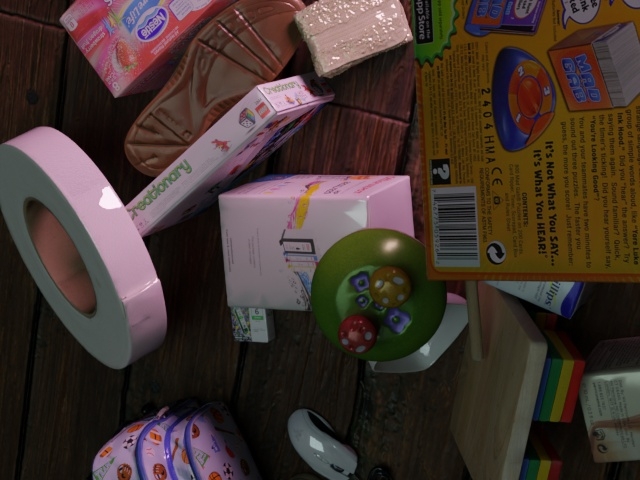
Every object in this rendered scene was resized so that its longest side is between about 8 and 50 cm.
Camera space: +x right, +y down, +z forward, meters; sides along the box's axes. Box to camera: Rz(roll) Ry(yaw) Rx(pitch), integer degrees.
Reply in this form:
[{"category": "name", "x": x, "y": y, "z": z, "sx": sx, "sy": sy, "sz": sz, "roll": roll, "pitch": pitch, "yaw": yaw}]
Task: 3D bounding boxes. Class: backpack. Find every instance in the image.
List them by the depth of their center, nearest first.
[{"category": "backpack", "x": -0.223, "y": 0.383, "z": 2.011, "sx": 0.213, "sy": 0.263, "sz": 0.276, "roll": -32, "pitch": 87, "yaw": 28}]

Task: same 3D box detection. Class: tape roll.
[{"category": "tape roll", "x": -0.369, "y": 0.013, "z": 1.984, "sx": 0.392, "sy": 0.072, "sz": 0.392, "roll": 40, "pitch": 148, "yaw": 33}]

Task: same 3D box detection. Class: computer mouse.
[{"category": "computer mouse", "x": 0.017, "y": 0.341, "z": 2.010, "sx": 0.193, "sy": 0.042, "sz": 0.106, "roll": 41, "pitch": 117, "yaw": 11}]

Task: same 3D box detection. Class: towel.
[{"category": "towel", "x": 0.045, "y": -0.300, "z": 1.815, "sx": 0.148, "sy": 0.027, "sz": 0.110, "roll": -24, "pitch": 91, "yaw": -2}]

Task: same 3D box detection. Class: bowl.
[{"category": "bowl", "x": 0.135, "y": 0.122, "z": 1.855, "sx": 0.142, "sy": 0.142, "sz": 0.053, "roll": -54, "pitch": 54, "yaw": 27}]

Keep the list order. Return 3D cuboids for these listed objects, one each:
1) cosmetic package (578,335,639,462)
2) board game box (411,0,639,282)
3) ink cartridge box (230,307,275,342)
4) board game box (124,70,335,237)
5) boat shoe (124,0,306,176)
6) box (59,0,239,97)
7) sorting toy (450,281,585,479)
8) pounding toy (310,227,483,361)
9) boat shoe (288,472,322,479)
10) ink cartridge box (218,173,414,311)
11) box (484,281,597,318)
[{"category": "cosmetic package", "x": 0.499, "y": 0.194, "z": 1.682, "sx": 0.296, "sy": 0.153, "sz": 0.129, "roll": -10, "pitch": 100, "yaw": 29}, {"category": "board game box", "x": 0.356, "y": -0.144, "z": 1.476, "sx": 0.356, "sy": 0.356, "sz": 0.356, "roll": 0, "pitch": 94, "yaw": 44}, {"category": "ink cartridge box", "x": -0.107, "y": 0.099, "z": 2.018, "sx": 0.063, "sy": 0.029, "sz": 0.115, "roll": 1, "pitch": 103, "yaw": 26}, {"category": "board game box", "x": -0.134, "y": -0.124, "z": 1.884, "sx": 0.305, "sy": 0.193, "sz": 0.053, "roll": -39, "pitch": 85, "yaw": 27}, {"category": "boat shoe", "x": -0.150, "y": -0.238, "z": 1.903, "sx": 0.123, "sy": 0.123, "sz": 0.342, "roll": 40, "pitch": 105, "yaw": -8}, {"category": "box", "x": -0.211, "y": -0.359, "z": 1.892, "sx": 0.300, "sy": 0.142, "sz": 0.154, "roll": -39, "pitch": 84, "yaw": 28}, {"category": "sorting toy", "x": 0.265, "y": 0.203, "z": 1.758, "sx": 0.089, "sy": 0.255, "sz": 0.257, "roll": 5, "pitch": 110, "yaw": -10}, {"category": "pounding toy", "x": 0.099, "y": 0.084, "z": 1.693, "sx": 0.237, "sy": 0.110, "sz": 0.183, "roll": 2, "pitch": 103, "yaw": 6}, {"category": "boat shoe", "x": -0.004, "y": 0.521, "z": 2.029, "sx": 0.113, "sy": 0.103, "sz": 0.302, "roll": -22, "pitch": 92, "yaw": 29}, {"category": "ink cartridge box", "x": 0.000, "y": 0.000, "z": 1.862, "sx": 0.233, "sy": 0.171, "sz": 0.168, "roll": 2, "pitch": 104, "yaw": 25}, {"category": "box", "x": 0.300, "y": 0.035, "z": 1.752, "sx": 0.137, "sy": 0.126, "sz": 0.072, "roll": 24, "pitch": 110, "yaw": 18}]
